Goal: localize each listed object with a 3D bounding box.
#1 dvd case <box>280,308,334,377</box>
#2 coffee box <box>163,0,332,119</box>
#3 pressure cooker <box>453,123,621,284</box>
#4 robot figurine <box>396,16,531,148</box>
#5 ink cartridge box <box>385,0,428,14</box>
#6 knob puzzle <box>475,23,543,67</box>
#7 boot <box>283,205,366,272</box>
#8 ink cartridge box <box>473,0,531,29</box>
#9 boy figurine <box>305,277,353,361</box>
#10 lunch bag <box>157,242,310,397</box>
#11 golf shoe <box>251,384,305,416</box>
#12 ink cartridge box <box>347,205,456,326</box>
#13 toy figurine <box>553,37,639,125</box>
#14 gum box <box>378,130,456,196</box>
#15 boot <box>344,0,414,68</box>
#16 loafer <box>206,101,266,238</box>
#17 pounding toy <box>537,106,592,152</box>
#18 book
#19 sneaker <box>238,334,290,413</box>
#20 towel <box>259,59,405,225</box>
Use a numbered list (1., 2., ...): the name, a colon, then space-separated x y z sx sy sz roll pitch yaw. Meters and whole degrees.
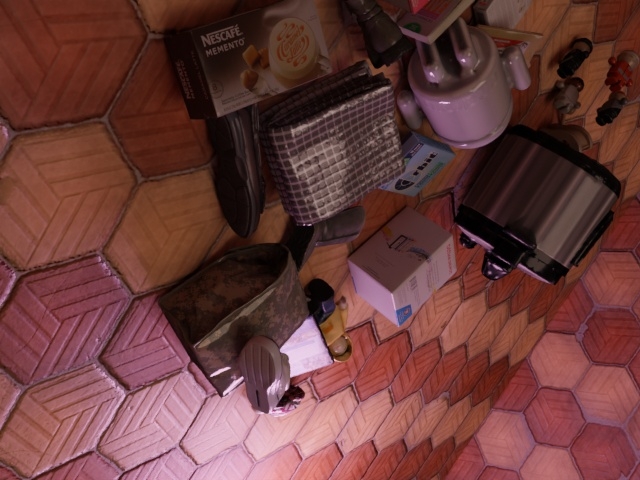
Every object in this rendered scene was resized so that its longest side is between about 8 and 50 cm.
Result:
1. dvd case: -0.076 0.266 1.746 0.180 0.022 0.253 -18 140 2
2. coffee box: -0.115 -0.307 1.170 0.246 0.098 0.141 -28 113 -31
3. pressure cooker: 0.589 -0.070 2.009 0.369 0.375 0.421 27 99 -38
4. robot figurine: 0.320 -0.340 1.594 0.299 0.200 0.353 -16 150 19
5. ink cartridge box: 0.208 -0.574 1.356 0.218 0.092 0.159 -43 143 -12
6. knob puzzle: 0.417 -0.440 1.707 0.213 0.030 0.213 -4 147 -3
7. boot: 0.001 0.002 1.645 0.190 0.076 0.208 -53 162 29
8. ink cartridge box: 0.438 -0.565 1.687 0.179 0.045 0.145 -55 146 -14
9. boy figurine: 0.009 0.226 1.823 0.177 0.092 0.285 -40 139 -18
10. lunch bag: -0.161 0.148 1.489 0.287 0.169 0.235 -36 144 -16
11. golf shoe: -0.118 0.445 1.885 0.186 0.067 0.086 3 119 -51
12. ink cartridge box: 0.218 0.065 1.855 0.232 0.168 0.171 -40 144 -18
13. toy figurine: 0.792 -0.459 2.035 0.148 0.213 0.210 -52 149 -27
14. gum box: 0.224 -0.182 1.718 0.157 0.041 0.184 -45 150 26
15. boot: 0.099 -0.418 1.346 0.083 0.246 0.161 -37 101 7
16. loafer: -0.138 -0.139 1.325 0.095 0.109 0.303 -35 139 -31
17. pounding toy: 0.769 -0.295 2.196 0.154 0.154 0.270 -24 136 -35
18. book: 0.237 -0.478 1.469 0.144 0.096 0.035 -48 143 -9
19. sneaker: -0.109 0.256 1.445 0.091 0.094 0.258 -53 163 -35
20. towel: 0.035 -0.188 1.397 0.283 0.121 0.235 -29 125 -15
